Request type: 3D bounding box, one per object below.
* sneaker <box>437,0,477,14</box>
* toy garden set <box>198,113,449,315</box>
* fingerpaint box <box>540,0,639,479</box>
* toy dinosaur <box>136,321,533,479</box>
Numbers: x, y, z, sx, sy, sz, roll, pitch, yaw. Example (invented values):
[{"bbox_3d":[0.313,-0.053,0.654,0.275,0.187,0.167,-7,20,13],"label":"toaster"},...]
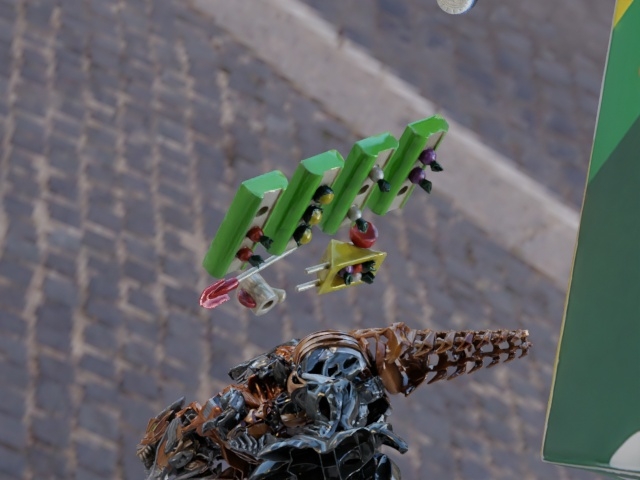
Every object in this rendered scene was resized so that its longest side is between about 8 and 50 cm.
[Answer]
[{"bbox_3d":[0.152,-0.335,2.226,0.058,0.152,0.084,-10,1,13],"label":"sneaker"},{"bbox_3d":[0.000,0.000,1.727,0.244,0.204,0.049,-22,62,-40],"label":"toy garden set"},{"bbox_3d":[0.284,-0.041,0.913,0.163,0.371,0.445,6,-10,29],"label":"fingerpaint box"},{"bbox_3d":[0.003,0.137,1.544,0.164,0.322,0.218,37,24,-28],"label":"toy dinosaur"}]
